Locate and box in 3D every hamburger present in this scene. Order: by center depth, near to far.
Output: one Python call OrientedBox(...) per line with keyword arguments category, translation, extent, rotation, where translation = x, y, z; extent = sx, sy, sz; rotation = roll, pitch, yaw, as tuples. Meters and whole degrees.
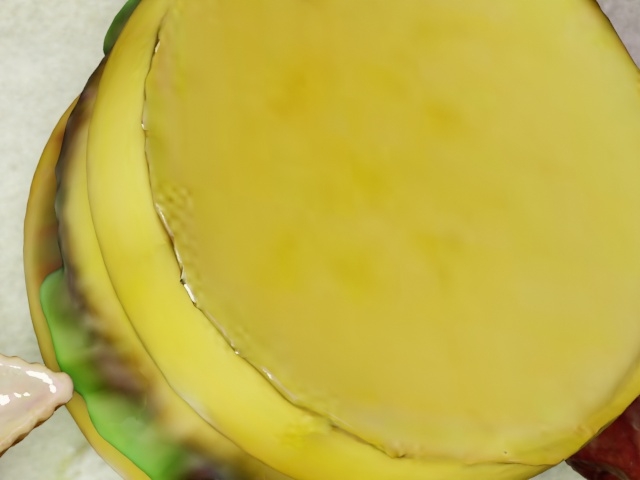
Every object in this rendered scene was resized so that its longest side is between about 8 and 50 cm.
OrientedBox(category="hamburger", translation=(0.000, 0.000, 1.116), extent=(0.395, 0.277, 0.396), rotation=(10, 65, -23))

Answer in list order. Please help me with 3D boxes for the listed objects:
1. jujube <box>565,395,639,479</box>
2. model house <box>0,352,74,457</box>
OrientedBox(category="jujube", translation=(0.257, 0.069, 1.267), extent=(0.183, 0.183, 0.243), rotation=(30, 73, -10))
OrientedBox(category="model house", translation=(-0.255, 0.160, 1.015), extent=(0.237, 0.202, 0.237), rotation=(-8, 77, -22))
